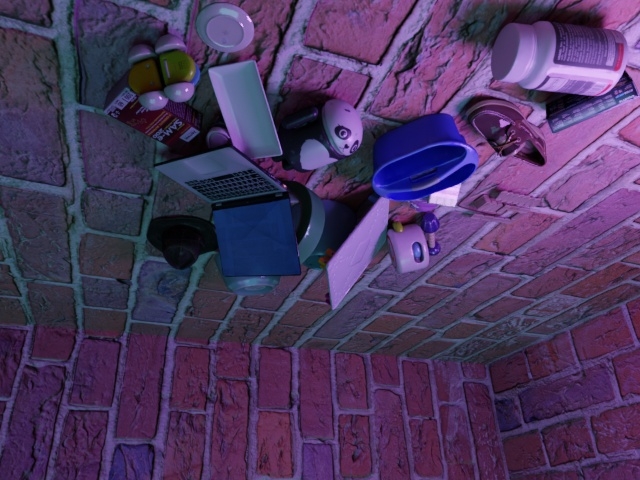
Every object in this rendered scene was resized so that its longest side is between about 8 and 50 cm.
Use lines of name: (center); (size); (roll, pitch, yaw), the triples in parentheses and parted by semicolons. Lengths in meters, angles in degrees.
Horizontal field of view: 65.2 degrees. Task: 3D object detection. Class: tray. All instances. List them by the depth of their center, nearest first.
tray: (-0.202, -0.357, 1.387); (0.145, 0.030, 0.271); (-3, 123, 20)

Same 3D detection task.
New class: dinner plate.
dinner plate: (-0.234, -0.518, 1.232); (0.141, 0.017, 0.141); (-1, 151, -1)

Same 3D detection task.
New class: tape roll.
tape roll: (-0.132, -0.049, 1.744); (0.321, 0.322, 0.077); (-22, 146, 31)

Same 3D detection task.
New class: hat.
hat: (-0.566, 0.037, 2.056); (0.331, 0.134, 0.331); (-3, 150, -1)

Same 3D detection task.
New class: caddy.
caddy: (0.322, -0.242, 1.588); (0.341, 0.179, 0.241); (-20, 147, 27)

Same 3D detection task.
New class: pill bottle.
pill bottle: (0.589, -0.456, 1.250); (0.283, 0.161, 0.161); (3, 150, -9)

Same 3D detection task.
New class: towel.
towel: (0.433, -0.195, 1.735); (0.113, 0.152, 0.023); (9, -168, -15)

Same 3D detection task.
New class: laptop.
laptop: (-0.297, -0.071, 1.587); (0.381, 0.237, 0.408); (-5, 152, 39)

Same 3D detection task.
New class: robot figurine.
robot figurine: (-0.012, -0.299, 1.465); (0.278, 0.174, 0.209); (-18, -169, 25)

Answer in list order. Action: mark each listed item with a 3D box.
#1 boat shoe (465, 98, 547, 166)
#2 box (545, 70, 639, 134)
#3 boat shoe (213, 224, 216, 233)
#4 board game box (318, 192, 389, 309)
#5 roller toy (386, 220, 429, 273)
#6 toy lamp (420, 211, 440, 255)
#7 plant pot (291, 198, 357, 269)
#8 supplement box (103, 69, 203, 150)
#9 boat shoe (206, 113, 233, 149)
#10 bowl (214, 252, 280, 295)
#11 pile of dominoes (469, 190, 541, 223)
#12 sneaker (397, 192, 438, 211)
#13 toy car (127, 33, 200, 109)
boat shoe: (0.582, -0.315, 1.531); (0.341, 0.123, 0.123); (21, 143, -34)
box: (0.739, -0.385, 1.380); (0.220, 0.175, 0.051); (-23, 107, 31)
boat shoe: (-0.377, -0.050, 1.964); (0.088, 0.096, 0.267); (32, 160, 1)
board game box: (0.133, 0.035, 1.911); (0.050, 0.390, 0.390); (31, 157, 20)
roller toy: (0.360, 0.033, 2.042); (0.146, 0.191, 0.209); (-14, 150, -1)
toy lamp: (0.457, -0.026, 2.070); (0.080, 0.080, 0.275); (-9, 149, 12)
plant pot: (0.000, 0.000, 1.954); (0.290, 0.196, 0.290); (1, 150, 1)
supplement box: (-0.472, -0.363, 1.427); (0.130, 0.073, 0.239); (-27, 143, 35)
boat shoe: (-0.302, -0.274, 1.572); (0.114, 0.091, 0.302); (21, 150, -8)
bowl: (-0.297, 0.139, 2.162); (0.311, 0.163, 0.311); (-7, 161, -2)
pile of dominoes: (0.721, -0.139, 1.958); (0.251, 0.040, 0.196); (5, 150, -29)
sneaker: (0.326, -0.159, 1.812); (0.281, 0.102, 0.161); (6, 152, -14)
toy car: (-0.391, -0.423, 1.283); (0.181, 0.159, 0.136); (-12, -177, 16)
